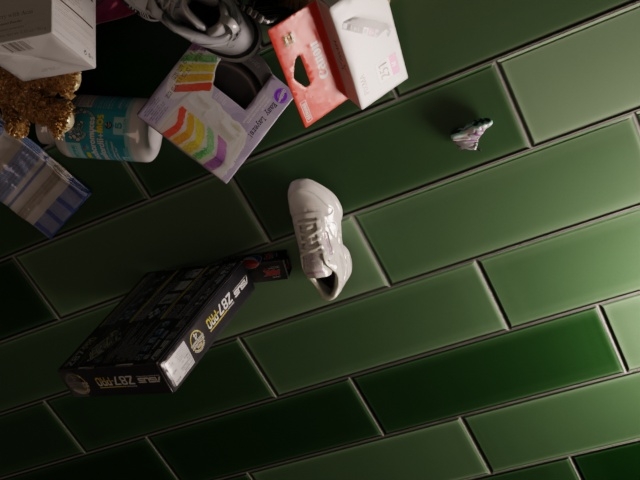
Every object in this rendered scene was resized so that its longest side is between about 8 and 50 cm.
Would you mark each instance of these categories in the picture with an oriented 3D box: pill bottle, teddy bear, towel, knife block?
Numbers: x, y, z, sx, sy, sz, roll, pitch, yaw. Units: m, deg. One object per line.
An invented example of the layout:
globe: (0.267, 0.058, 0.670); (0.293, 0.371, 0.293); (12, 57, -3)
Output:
pill bottle: (-0.503, -0.256, 2.057); (0.264, 0.146, 0.146); (4, 122, 9)
teddy bear: (-0.644, -0.340, 1.962); (0.338, 0.113, 0.245); (41, 120, 23)
towel: (-0.727, -0.147, 2.234); (0.285, 0.034, 0.209); (41, 120, -15)
knife block: (-0.008, -0.465, 1.779); (0.276, 0.242, 0.088); (16, 123, 1)

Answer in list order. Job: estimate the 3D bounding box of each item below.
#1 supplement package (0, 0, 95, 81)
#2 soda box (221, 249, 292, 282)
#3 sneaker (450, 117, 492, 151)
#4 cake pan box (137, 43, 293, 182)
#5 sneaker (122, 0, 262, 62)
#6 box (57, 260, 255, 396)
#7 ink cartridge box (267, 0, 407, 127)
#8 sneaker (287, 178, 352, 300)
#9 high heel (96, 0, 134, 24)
supplement package: (-0.568, -0.497, 1.818); (0.178, 0.175, 0.292); (-8, 75, 14)
soda box: (-0.160, 0.068, 2.245); (0.169, 0.053, 0.060); (-8, 119, 15)
sneaker: (0.341, -0.225, 1.984); (0.098, 0.038, 0.069); (-18, 118, 31)
cake pan box: (-0.221, -0.298, 1.966); (0.246, 0.070, 0.267); (39, 90, -14)
sneaker: (-0.291, -0.490, 1.803); (0.366, 0.210, 0.137); (31, 94, 4)
box: (-0.378, 0.203, 2.130); (0.318, 0.395, 0.097); (-7, 120, 31)
ink cartridge box: (0.042, -0.371, 1.810); (0.239, 0.060, 0.275); (-37, 140, -11)
sneaker: (0.000, 0.000, 2.116); (0.114, 0.152, 0.305); (-12, 117, 20)
high heel: (-0.497, -0.456, 1.978); (0.117, 0.082, 0.244); (39, 110, -9)
